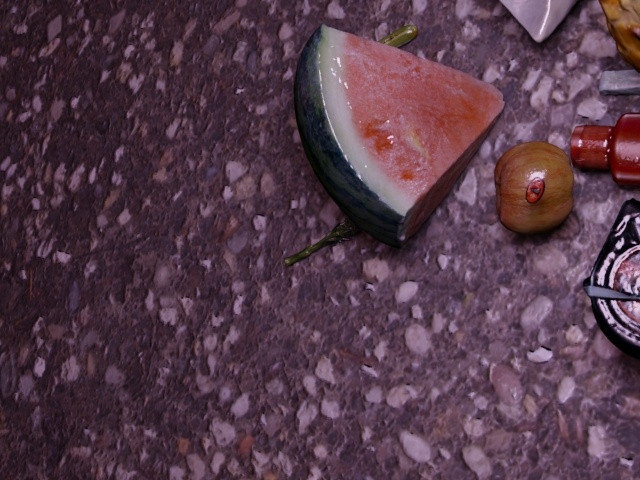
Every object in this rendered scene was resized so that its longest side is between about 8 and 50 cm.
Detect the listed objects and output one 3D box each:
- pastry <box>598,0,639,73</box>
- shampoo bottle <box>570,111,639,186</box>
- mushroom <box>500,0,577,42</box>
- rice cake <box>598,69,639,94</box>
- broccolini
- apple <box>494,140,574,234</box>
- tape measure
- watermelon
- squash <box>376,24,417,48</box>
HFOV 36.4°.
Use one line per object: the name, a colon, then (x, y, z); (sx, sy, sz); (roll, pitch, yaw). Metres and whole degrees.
pastry: (0.502, -0.320, 1.133); (0.388, 0.313, 0.389); (2, 46, -2)
shampoo bottle: (0.459, -0.116, 1.258); (0.260, 0.064, 0.102); (5, 80, 30)
mushroom: (0.409, -0.458, 1.344); (0.397, 0.126, 0.177); (-39, 72, 14)
rice cake: (0.461, -0.214, 1.304); (0.170, 0.029, 0.033); (3, 74, 30)
broccolini: (0.000, 0.000, 1.505); (0.139, 0.030, 0.035); (-27, 56, 25)
apple: (0.288, -0.070, 1.312); (0.101, 0.126, 0.126); (-4, 74, 2)
tape measure: (0.424, 0.063, 1.207); (0.182, 0.107, 0.181); (33, 91, 31)
watermelon: (0.095, -0.160, 1.364); (0.292, 0.250, 0.283); (-38, 65, 17)
squash: (0.115, -0.311, 1.520); (0.083, 0.027, 0.028); (-29, 65, 18)
